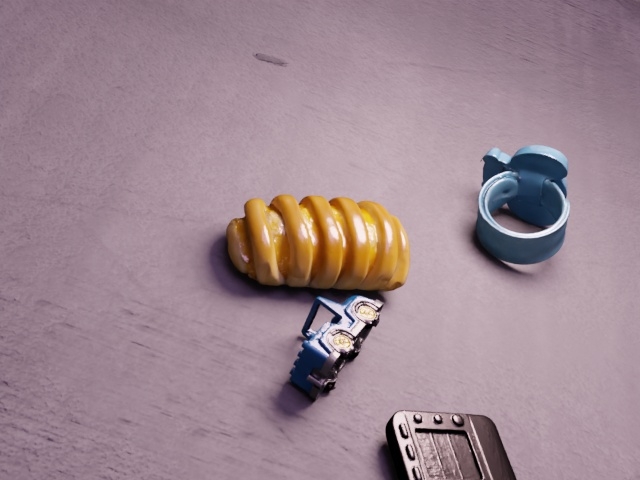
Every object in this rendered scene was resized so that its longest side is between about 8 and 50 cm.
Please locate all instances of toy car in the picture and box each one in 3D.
[{"bbox_3d":[0.014,0.148,1.549,0.100,0.097,0.191,33,40,12],"label":"toy car"}]

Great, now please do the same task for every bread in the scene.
[{"bbox_3d":[0.000,0.000,1.688,0.311,0.121,0.173,2,45,-23],"label":"bread"}]

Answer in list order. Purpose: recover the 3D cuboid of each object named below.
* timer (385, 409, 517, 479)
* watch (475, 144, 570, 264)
[{"bbox_3d":[0.188,0.320,1.487,0.187,0.055,0.144,8,44,-25],"label":"timer"},{"bbox_3d":[0.373,-0.058,1.919,0.210,0.211,0.193,26,58,1],"label":"watch"}]
